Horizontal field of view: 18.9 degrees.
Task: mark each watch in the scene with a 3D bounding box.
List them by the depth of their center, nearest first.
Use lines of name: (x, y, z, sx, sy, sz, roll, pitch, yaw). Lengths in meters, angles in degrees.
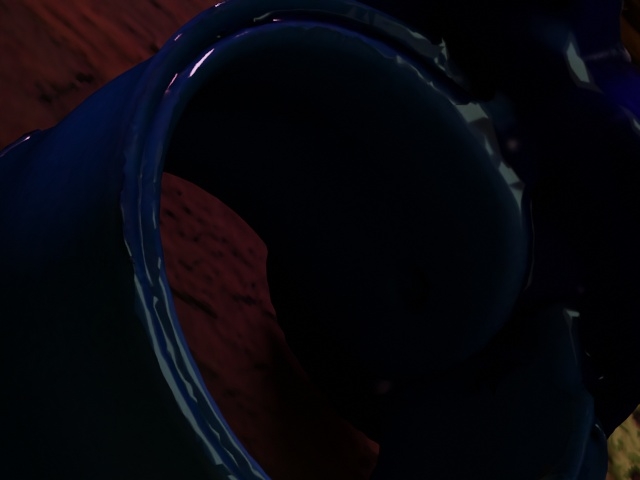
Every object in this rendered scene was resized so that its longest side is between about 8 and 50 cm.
watch: (0.000, 0.009, 0.521, 0.200, 0.171, 0.196, -25, 79, -45)

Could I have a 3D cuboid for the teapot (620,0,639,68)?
teapot: (0.195, -0.109, 0.855, 0.311, 0.167, 0.203, 34, 14, -12)
